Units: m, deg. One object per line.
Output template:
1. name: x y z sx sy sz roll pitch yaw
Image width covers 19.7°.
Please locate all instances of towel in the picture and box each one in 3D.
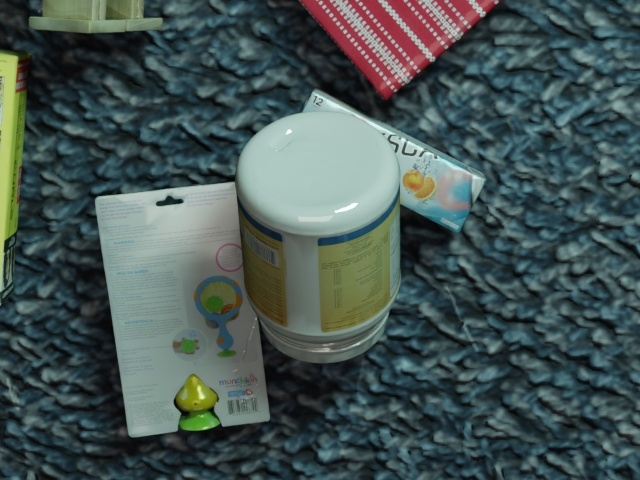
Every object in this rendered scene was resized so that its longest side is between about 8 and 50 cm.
1. towel: 0.102 -0.286 1.670 0.275 0.031 0.199 -41 75 7

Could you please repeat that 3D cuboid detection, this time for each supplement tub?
1. supplement tub: 0.000 0.000 1.647 0.144 0.144 0.200 0 136 2

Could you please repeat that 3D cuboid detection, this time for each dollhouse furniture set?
1. dollhouse furniture set: -0.251 -0.260 1.684 0.183 0.129 0.129 7 100 26

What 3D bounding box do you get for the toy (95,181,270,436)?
1. toy: -0.128 0.062 1.744 0.136 0.056 0.237 -6 103 -1

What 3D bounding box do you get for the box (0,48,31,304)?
1. box: -0.311 -0.061 1.718 0.058 0.087 0.232 5 97 -1

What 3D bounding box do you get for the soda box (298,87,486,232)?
1. soda box: 0.060 -0.075 1.713 0.183 0.063 0.058 26 99 -2
